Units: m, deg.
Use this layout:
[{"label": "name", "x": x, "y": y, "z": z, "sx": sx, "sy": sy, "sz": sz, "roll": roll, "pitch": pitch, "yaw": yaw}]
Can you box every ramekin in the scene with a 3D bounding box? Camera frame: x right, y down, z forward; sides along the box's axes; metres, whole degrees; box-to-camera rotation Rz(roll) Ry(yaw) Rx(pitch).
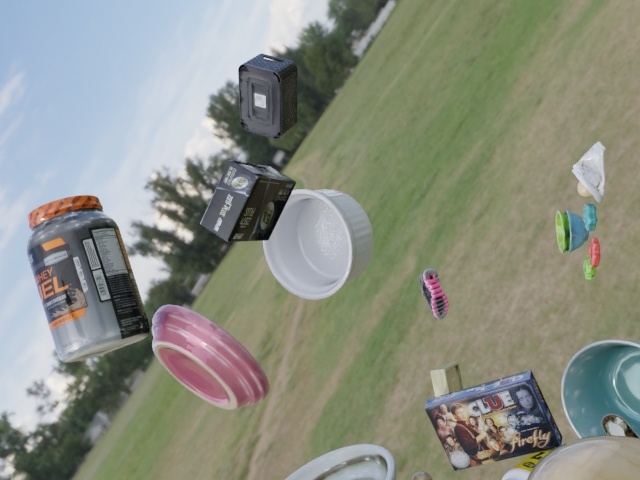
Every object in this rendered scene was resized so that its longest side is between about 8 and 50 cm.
[{"label": "ramekin", "x": 0.000, "y": 0.000, "z": 1.862, "sx": 0.135, "sy": 0.277, "sz": 0.277, "roll": -18, "pitch": -30, "yaw": -52}]

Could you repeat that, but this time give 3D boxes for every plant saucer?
[{"label": "plant saucer", "x": -0.277, "y": 0.293, "z": 1.757, "sx": 0.084, "sy": 0.332, "sz": 0.332, "roll": -52, "pitch": 2, "yaw": -29}, {"label": "plant saucer", "x": 0.019, "y": 0.646, "z": 1.753, "sx": 0.400, "sy": 0.101, "sz": 0.400, "roll": -29, "pitch": 9, "yaw": 5}]

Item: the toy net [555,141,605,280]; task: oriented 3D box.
[{"label": "toy net", "x": 0.379, "y": -0.042, "z": 1.073, "sx": 0.232, "sy": 0.045, "sz": 0.122, "roll": 74, "pitch": -164, "yaw": -52}]

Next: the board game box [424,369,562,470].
[{"label": "board game box", "x": 0.366, "y": 0.388, "z": 1.580, "sx": 0.243, "sy": 0.165, "sz": 0.042, "roll": -23, "pitch": 7, "yaw": 26}]

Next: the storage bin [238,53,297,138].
[{"label": "storage bin", "x": -0.129, "y": -0.357, "z": 1.834, "sx": 0.084, "sy": 0.122, "sz": 0.180, "roll": -46, "pitch": -33, "yaw": -45}]

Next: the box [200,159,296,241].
[{"label": "box", "x": -0.146, "y": -0.079, "z": 1.533, "sx": 0.147, "sy": 0.077, "sz": 0.180, "roll": -63, "pitch": -20, "yaw": 11}]

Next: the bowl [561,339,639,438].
[{"label": "bowl", "x": 0.744, "y": 0.358, "z": 1.728, "sx": 0.163, "sy": 0.312, "sz": 0.311, "roll": -18, "pitch": -26, "yaw": -44}]

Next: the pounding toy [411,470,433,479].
[{"label": "pounding toy", "x": 0.222, "y": 0.681, "z": 1.828, "sx": 0.183, "sy": 0.110, "sz": 0.237, "roll": -56, "pitch": -39, "yaw": -31}]

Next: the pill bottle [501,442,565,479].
[{"label": "pill bottle", "x": 0.445, "y": 0.505, "z": 1.512, "sx": 0.208, "sy": 0.119, "sz": 0.119, "roll": -17, "pitch": -25, "yaw": -41}]

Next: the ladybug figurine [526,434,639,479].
[{"label": "ladybug figurine", "x": 0.471, "y": 0.456, "z": 1.078, "sx": 0.305, "sy": 0.449, "sz": 0.162, "roll": -47, "pitch": 7, "yaw": -1}]

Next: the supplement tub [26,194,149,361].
[{"label": "supplement tub", "x": -0.524, "y": 0.084, "z": 1.645, "sx": 0.207, "sy": 0.338, "sz": 0.207, "roll": -20, "pitch": -8, "yaw": -3}]

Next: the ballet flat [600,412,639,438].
[{"label": "ballet flat", "x": 0.674, "y": 0.458, "z": 1.586, "sx": 0.072, "sy": 0.068, "sz": 0.213, "roll": -39, "pitch": 36, "yaw": 7}]

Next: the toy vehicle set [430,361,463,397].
[{"label": "toy vehicle set", "x": 0.327, "y": 0.395, "z": 1.845, "sx": 0.267, "sy": 0.035, "sz": 0.166, "roll": 18, "pitch": -118, "yaw": -72}]

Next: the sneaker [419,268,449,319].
[{"label": "sneaker", "x": 0.257, "y": 0.127, "z": 1.705, "sx": 0.057, "sy": 0.047, "sz": 0.119, "roll": -37, "pitch": 64, "yaw": 62}]
